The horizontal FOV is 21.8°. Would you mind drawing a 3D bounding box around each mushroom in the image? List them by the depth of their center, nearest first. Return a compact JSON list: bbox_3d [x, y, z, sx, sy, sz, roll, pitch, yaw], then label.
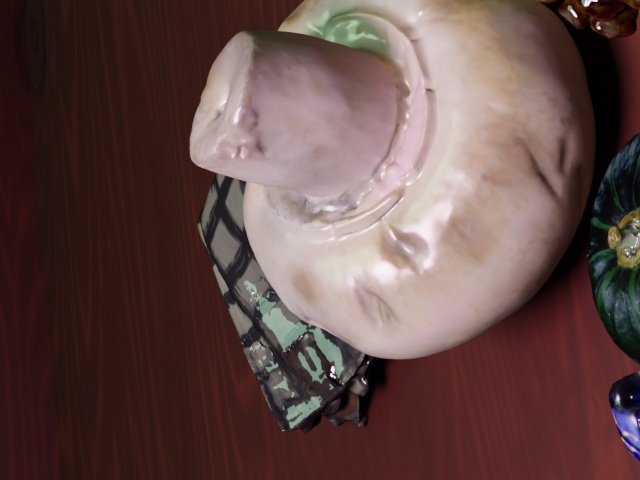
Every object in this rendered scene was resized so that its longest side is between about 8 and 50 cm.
[{"bbox_3d":[0.052,-0.086,1.471,0.325,0.353,0.353,-95,18,-64],"label":"mushroom"}]

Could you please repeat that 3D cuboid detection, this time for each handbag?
[{"bbox_3d":[0.000,0.000,1.786,0.327,0.162,0.325,66,149,29],"label":"handbag"}]

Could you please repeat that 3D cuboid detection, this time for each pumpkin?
[{"bbox_3d":[0.272,0.002,1.209,0.202,0.140,0.202,-21,66,62],"label":"pumpkin"}]

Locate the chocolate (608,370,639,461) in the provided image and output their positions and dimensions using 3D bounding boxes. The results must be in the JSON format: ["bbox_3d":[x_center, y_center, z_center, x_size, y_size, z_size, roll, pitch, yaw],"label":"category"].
[{"bbox_3d":[0.261,0.255,1.150,0.148,0.126,0.343,-4,80,30],"label":"chocolate"}]

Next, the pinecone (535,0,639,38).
[{"bbox_3d":[0.238,-0.262,1.241,0.229,0.201,0.202,-1,62,32],"label":"pinecone"}]
